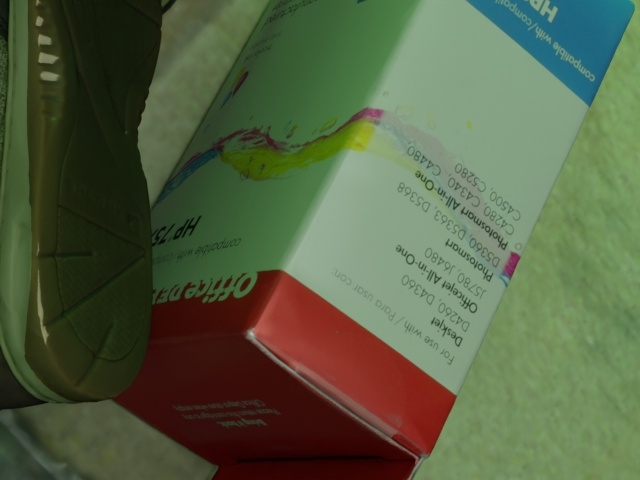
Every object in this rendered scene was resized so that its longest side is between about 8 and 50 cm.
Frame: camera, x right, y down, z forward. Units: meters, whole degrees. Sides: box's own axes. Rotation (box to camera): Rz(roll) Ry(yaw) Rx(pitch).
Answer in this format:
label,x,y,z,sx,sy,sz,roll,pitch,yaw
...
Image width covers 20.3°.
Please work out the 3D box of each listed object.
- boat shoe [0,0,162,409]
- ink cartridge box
label,x,y,z,sx,sy,sz,roll,pitch,yaw
boat shoe,-0.100,-0.049,0.593,0.080,0.073,0.223,40,41,-55
ink cartridge box,0.000,0.000,0.612,0.078,0.134,0.231,37,65,-22
